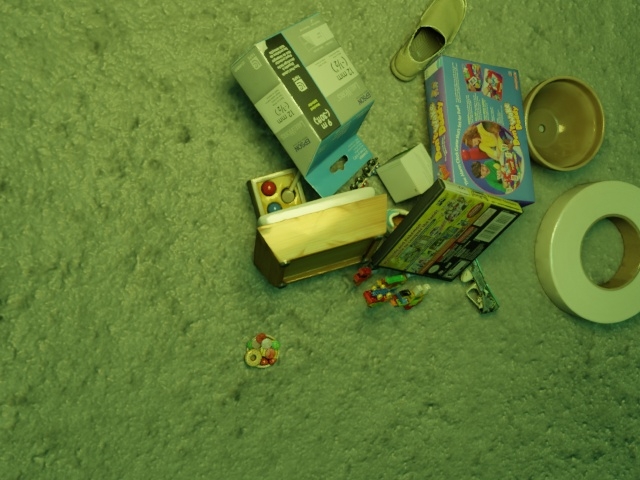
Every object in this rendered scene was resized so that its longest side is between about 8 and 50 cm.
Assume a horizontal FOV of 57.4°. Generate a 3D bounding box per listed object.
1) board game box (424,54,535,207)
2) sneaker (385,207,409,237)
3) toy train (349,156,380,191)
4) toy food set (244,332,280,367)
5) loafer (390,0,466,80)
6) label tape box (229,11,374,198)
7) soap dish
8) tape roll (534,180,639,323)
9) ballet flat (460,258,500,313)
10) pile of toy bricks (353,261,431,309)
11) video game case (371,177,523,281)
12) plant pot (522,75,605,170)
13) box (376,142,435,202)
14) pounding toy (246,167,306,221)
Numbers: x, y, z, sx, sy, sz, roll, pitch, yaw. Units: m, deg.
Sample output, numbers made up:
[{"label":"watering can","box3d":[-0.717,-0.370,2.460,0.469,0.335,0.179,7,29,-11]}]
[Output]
[{"label":"board game box","box3d":[0.381,-0.255,1.408,0.233,0.078,0.348,3,76,-22]},{"label":"sneaker","box3d":[0.244,-0.013,1.439,0.228,0.092,0.088,20,86,-16]},{"label":"toy train","box3d":[0.098,-0.136,1.427,0.036,0.027,0.158,38,84,-17]},{"label":"toy food set","box3d":[-0.136,0.262,1.388,0.083,0.020,0.083,14,89,-15]},{"label":"loafer","box3d":[0.279,-0.504,1.422,0.101,0.092,0.269,36,84,-14]},{"label":"label tape box","box3d":[-0.001,-0.298,1.291,0.348,0.115,0.249,54,46,-9]},{"label":"soap dish","box3d":[0.000,0.000,1.302,0.290,0.229,0.118,-15,72,-14]},{"label":"tape roll","box3d":[0.772,0.031,1.593,0.391,0.072,0.393,-1,93,-14]},{"label":"ballet flat","box3d":[0.396,0.107,1.503,0.070,0.070,0.189,-29,96,-12]},{"label":"pile of toy bricks","box3d":[0.155,0.127,1.421,0.212,0.118,0.105,-4,138,-42]},{"label":"video game case","box3d":[0.292,-0.013,1.365,0.248,0.035,0.275,12,134,-29]},{"label":"plant pot","box3d":[0.601,-0.294,1.510,0.237,0.109,0.238,-1,92,-15]},{"label":"box","box3d":[0.211,-0.161,1.407,0.087,0.101,0.102,-39,102,-31]},{"label":"pounding toy","box3d":[-0.085,-0.113,1.341,0.141,0.100,0.130,-17,97,-14]}]
